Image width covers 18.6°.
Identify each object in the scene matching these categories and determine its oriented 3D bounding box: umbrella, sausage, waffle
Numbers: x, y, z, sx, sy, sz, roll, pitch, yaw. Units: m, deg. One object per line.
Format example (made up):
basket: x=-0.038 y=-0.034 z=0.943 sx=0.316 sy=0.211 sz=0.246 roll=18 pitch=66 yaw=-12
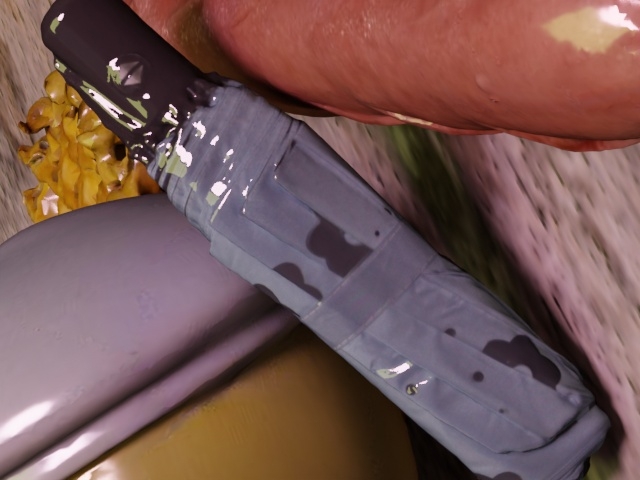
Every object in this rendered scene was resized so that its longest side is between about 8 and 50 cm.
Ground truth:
umbrella: x=0.001 y=-0.001 z=0.692 sx=0.250 sy=0.052 sz=0.053 roll=43 pitch=134 yaw=-1
sausage: x=0.016 y=-0.081 z=0.694 sx=0.433 sy=0.088 sz=0.088 roll=11 pitch=115 yaw=62
waffle: x=-0.113 y=0.024 z=1.079 sx=0.232 sy=0.051 sz=0.228 roll=68 pitch=158 yaw=14

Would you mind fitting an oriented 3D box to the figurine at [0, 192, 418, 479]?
figurine: x=-0.016 y=0.134 z=0.734 sx=0.382 sy=0.224 sz=0.205 roll=49 pitch=156 yaw=28
